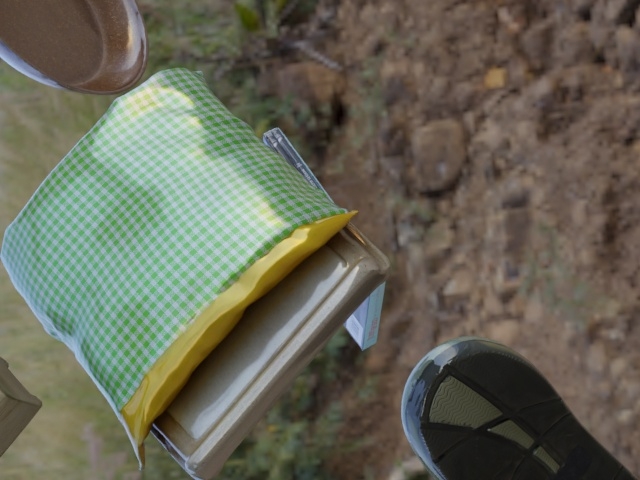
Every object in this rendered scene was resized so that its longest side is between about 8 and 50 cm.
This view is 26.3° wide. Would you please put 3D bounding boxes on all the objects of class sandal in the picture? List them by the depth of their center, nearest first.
[{"bbox_3d":[0.144,0.170,0.929,0.303,0.120,0.086,56,163,-28],"label":"sandal"}]

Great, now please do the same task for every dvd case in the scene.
[{"bbox_3d":[0.000,0.000,0.824,0.119,0.013,0.087,55,161,26],"label":"dvd case"}]

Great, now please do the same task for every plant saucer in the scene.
[{"bbox_3d":[-0.223,-0.192,1.090,0.198,0.036,0.198,35,-143,-33],"label":"plant saucer"}]

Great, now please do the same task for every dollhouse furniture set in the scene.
[{"bbox_3d":[-0.139,0.048,0.663,0.197,0.301,0.151,42,-177,31],"label":"dollhouse furniture set"}]
